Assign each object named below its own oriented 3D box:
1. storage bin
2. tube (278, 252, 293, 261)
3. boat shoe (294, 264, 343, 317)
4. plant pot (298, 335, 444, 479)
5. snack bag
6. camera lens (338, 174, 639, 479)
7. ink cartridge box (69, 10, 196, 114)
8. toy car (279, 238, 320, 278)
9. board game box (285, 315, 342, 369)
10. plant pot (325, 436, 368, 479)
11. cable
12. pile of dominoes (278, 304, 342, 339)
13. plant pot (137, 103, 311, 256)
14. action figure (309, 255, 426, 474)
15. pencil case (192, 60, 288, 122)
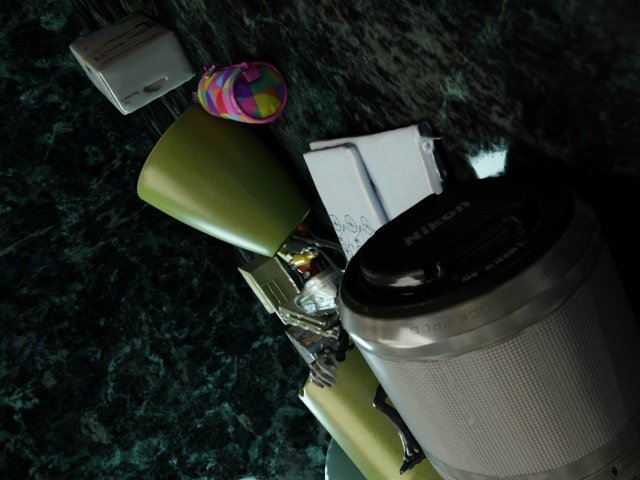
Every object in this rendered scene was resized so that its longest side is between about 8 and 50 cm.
[{"bbox_3d":[-0.187,0.190,1.935,0.260,0.123,0.262,57,165,-11],"label":"storage bin"},{"bbox_3d":[-0.162,-0.022,1.513,0.240,0.062,0.070,50,-154,-3],"label":"tube"},{"bbox_3d":[0.013,0.148,1.239,0.103,0.118,0.320,56,159,11],"label":"boat shoe"},{"bbox_3d":[0.114,0.262,0.776,0.254,0.276,0.276,40,163,10],"label":"plant pot"},{"bbox_3d":[0.100,0.001,0.699,0.343,0.037,0.322,17,132,66],"label":"snack bag"},{"bbox_3d":[0.162,0.095,0.440,0.274,0.219,0.219,59,165,-18],"label":"camera lens"},{"bbox_3d":[-0.466,-0.445,1.195,0.278,0.201,0.117,40,160,42],"label":"ink cartridge box"},{"bbox_3d":[-0.119,0.015,1.316,0.225,0.053,0.239,25,-172,-43],"label":"toy car"},{"bbox_3d":[0.033,0.393,1.676,0.232,0.141,0.291,57,165,-14],"label":"board game box"},{"bbox_3d":[0.181,0.585,1.224,0.196,0.290,0.290,-22,107,40],"label":"plant pot"},{"bbox_3d":[0.000,0.000,1.096,0.287,0.072,0.139,6,100,52],"label":"cable"},{"bbox_3d":[0.016,0.219,1.279,0.251,0.040,0.196,19,161,3],"label":"pile of dominoes"},{"bbox_3d":[-0.176,-0.105,1.031,0.294,0.274,0.275,38,165,0],"label":"plant pot"},{"bbox_3d":[0.079,0.141,0.631,0.275,0.164,0.141,57,-162,21],"label":"action figure"},{"bbox_3d":[-0.144,-0.257,0.839,0.236,0.104,0.104,29,151,56],"label":"pencil case"}]
